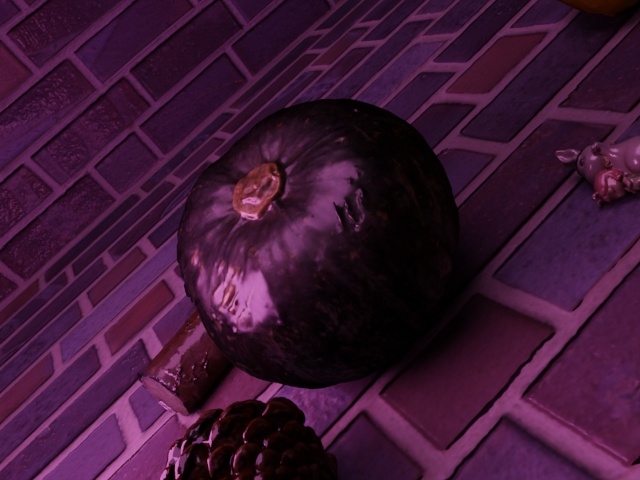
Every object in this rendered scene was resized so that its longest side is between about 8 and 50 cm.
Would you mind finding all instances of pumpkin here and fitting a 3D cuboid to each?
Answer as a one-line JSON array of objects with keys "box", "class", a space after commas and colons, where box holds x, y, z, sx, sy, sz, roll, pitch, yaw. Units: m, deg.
[{"box": [0.000, 0.000, 0.927, 0.454, 0.344, 0.455, -21, 50, 27], "class": "pumpkin"}]

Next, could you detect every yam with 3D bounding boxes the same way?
[{"box": [-0.210, 0.189, 1.132, 0.131, 0.131, 0.280, 5, 50, 52], "class": "yam"}]

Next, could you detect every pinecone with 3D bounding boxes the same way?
[{"box": [-0.094, 0.306, 0.740, 0.272, 0.224, 0.224, -17, 34, 56], "class": "pinecone"}]

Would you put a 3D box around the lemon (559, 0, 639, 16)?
[{"box": [0.568, -0.572, 1.199, 0.233, 0.233, 0.288, -33, 22, 11], "class": "lemon"}]

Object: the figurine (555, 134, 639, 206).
[{"box": [0.411, -0.104, 0.867, 0.146, 0.081, 0.098, -9, 41, 43], "class": "figurine"}]
